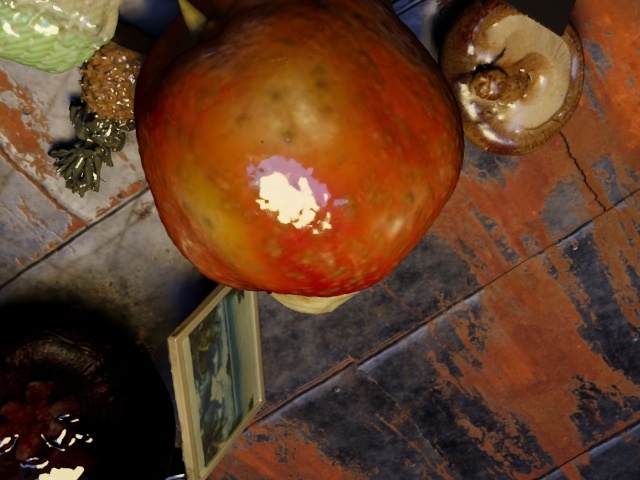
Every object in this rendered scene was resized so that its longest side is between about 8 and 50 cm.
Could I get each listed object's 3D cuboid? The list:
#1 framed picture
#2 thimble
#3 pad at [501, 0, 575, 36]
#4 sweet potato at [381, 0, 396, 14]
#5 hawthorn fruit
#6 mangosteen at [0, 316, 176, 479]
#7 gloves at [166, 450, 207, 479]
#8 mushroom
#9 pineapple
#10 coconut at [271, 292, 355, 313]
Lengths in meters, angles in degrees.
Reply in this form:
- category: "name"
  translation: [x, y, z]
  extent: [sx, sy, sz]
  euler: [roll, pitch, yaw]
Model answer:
- category: "framed picture"
  translation: [-0.158, 0.209, 1.481]
  extent: [0.024, 0.232, 0.315]
  euler: [15, 128, 22]
- category: "thimble"
  translation: [-0.320, -0.304, 1.096]
  extent: [0.150, 0.219, 0.219]
  euler: [17, 119, -30]
- category: "pad"
  translation: [0.224, -0.412, 1.188]
  extent: [0.299, 0.005, 0.202]
  euler: [22, 83, -23]
- category: "sweet potato"
  translation: [0.049, -0.320, 1.234]
  extent: [0.097, 0.097, 0.252]
  euler: [-32, 127, 11]
- category: "hawthorn fruit"
  translation: [-0.048, -0.142, 1.111]
  extent: [0.402, 0.403, 0.403]
  euler: [-5, 124, -7]
- category: "mangosteen"
  translation: [-0.416, 0.313, 1.437]
  extent: [0.382, 0.382, 0.435]
  euler: [1, 158, -10]
- category: "gloves"
  translation: [-0.274, 0.474, 1.694]
  extent: [0.164, 0.124, 0.203]
  euler: [2, 117, 10]
- category: "mushroom"
  translation: [0.257, -0.234, 1.296]
  extent: [0.194, 0.138, 0.231]
  euler: [-27, 116, -26]
- category: "pineapple"
  translation: [-0.291, -0.166, 1.264]
  extent: [0.125, 0.125, 0.251]
  euler: [21, 122, -22]
- category: "coconut"
  translation: [0.000, 0.000, 1.381]
  extent: [0.224, 0.224, 0.224]
  euler: [-5, 124, -7]
